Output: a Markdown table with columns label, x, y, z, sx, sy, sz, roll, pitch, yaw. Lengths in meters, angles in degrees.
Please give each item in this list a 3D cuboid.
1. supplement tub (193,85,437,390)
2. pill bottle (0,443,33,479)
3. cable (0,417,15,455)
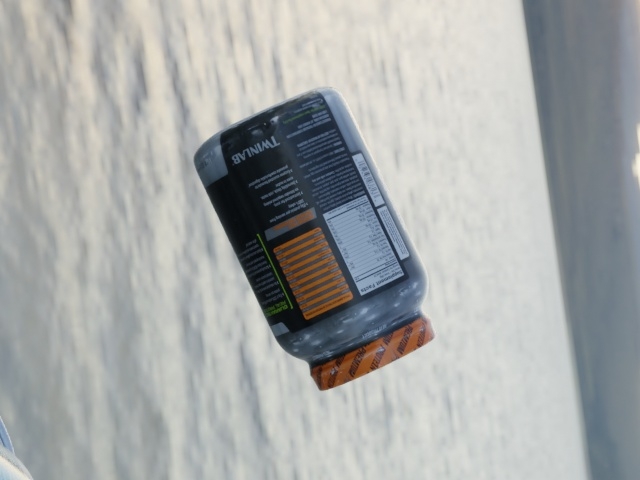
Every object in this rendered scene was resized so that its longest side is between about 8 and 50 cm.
| label | x | y | z | sx | sy | sz | roll | pitch | yaw |
| --- | --- | --- | --- | --- | --- | --- | --- | --- | --- |
| supplement tub | 0.000 | 0.000 | 1.088 | 0.190 | 0.117 | 0.117 | 65 | 9 | 0 |
| pill bottle | -0.254 | 0.157 | 0.909 | 0.264 | 0.146 | 0.146 | 56 | 27 | -56 |
| cable | -0.369 | 0.191 | 1.256 | 0.089 | 0.257 | 0.257 | -51 | 157 | -61 |
